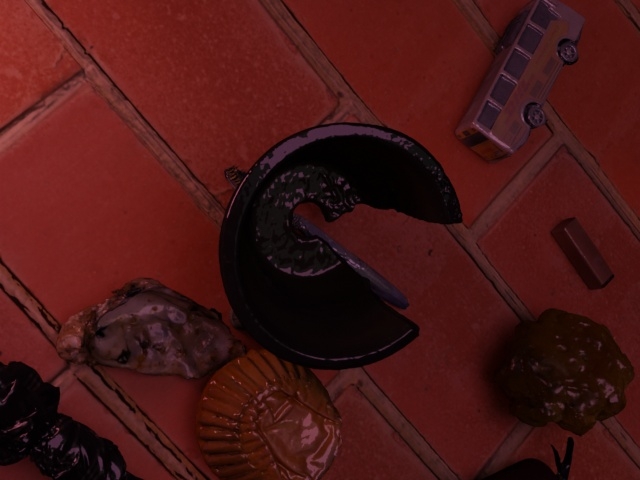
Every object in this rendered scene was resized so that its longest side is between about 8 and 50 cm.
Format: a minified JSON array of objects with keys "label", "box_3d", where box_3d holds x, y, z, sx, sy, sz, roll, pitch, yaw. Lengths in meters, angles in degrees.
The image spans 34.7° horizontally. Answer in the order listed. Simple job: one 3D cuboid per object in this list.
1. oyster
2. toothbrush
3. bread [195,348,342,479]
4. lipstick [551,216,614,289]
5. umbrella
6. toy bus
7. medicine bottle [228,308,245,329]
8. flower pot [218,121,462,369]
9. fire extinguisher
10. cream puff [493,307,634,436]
[{"label":"oyster","box_3d":[-0.257,0.152,1.602,0.294,0.094,0.166,28,86,-32]},{"label":"toothbrush","box_3d":[0.000,0.000,1.764,0.413,0.042,0.035,37,69,-19]},{"label":"bread","box_3d":[-0.082,0.292,1.621,0.239,0.139,0.240,0,91,-24]},{"label":"lipstick","box_3d":[0.514,0.026,2.001,0.045,0.045,0.145,-41,101,-22]},{"label":"umbrella","box_3d":[-0.398,0.285,1.496,0.128,0.154,0.336,-41,125,14]},{"label":"toy bus","box_3d":[0.385,-0.309,1.963,0.138,0.097,0.343,32,71,-11]},{"label":"medicine bottle","box_3d":[-0.115,0.121,1.664,0.047,0.083,0.047,3,82,-25]},{"label":"flower pot","box_3d":[-0.001,-0.015,1.608,0.379,0.251,0.380,-4,105,-15]},{"label":"fire extinguisher","box_3d":[0.321,0.460,1.806,0.337,0.114,0.136,-17,111,-27]},{"label":"cream puff","box_3d":[0.442,0.245,1.852,0.244,0.196,0.244,-6,71,18]}]
